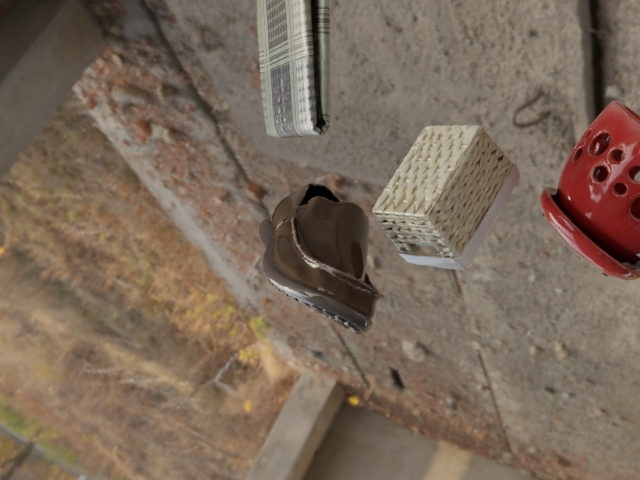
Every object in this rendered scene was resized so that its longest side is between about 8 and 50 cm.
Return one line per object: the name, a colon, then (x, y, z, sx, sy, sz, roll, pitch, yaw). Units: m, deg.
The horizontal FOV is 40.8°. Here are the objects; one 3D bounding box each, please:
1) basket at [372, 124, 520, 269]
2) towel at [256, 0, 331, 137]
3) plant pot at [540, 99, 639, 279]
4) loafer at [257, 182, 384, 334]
basket: (0.161, -0.060, 1.112, 0.113, 0.167, 0.103, 8, 148, 49)
towel: (-0.048, -0.342, 1.501, 0.056, 0.324, 0.312, -6, -173, -17)
plant pot: (0.395, -0.060, 1.113, 0.191, 0.191, 0.174, 34, 114, -12)
loafer: (0.000, 0.000, 1.133, 0.134, 0.130, 0.366, 31, -171, -23)
